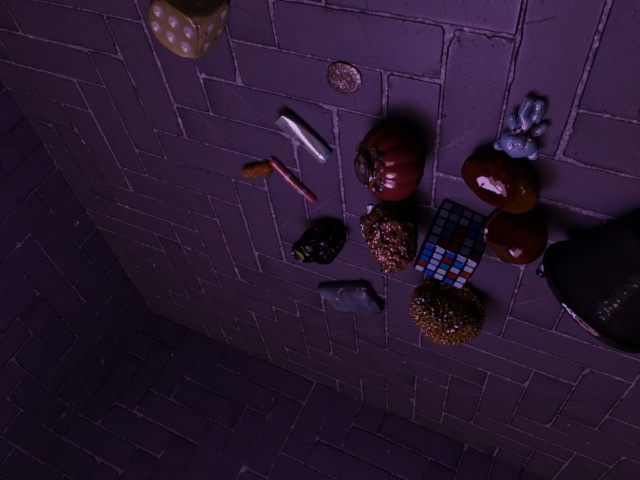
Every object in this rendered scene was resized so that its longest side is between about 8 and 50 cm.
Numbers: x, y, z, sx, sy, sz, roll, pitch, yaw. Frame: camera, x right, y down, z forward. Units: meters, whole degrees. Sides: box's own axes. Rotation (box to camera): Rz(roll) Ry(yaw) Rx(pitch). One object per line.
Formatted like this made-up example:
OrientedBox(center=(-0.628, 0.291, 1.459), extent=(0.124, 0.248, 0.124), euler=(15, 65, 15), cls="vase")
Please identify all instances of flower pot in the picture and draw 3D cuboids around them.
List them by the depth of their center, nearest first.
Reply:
OrientedBox(center=(0.830, 0.089, 1.513), extent=(0.379, 0.379, 0.251), euler=(32, 133, -3), cls="flower pot")

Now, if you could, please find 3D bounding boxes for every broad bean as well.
OrientedBox(center=(0.500, -0.158, 1.568), extent=(0.228, 0.122, 0.156), euler=(42, 134, 2), cls="broad bean")

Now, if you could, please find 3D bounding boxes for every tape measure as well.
OrientedBox(center=(0.000, 0.000, 2.170), extent=(0.199, 0.186, 0.112), euler=(5, 136, 42), cls="tape measure")

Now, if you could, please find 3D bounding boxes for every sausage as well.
OrientedBox(center=(-0.101, -0.218, 2.085), extent=(0.253, 0.034, 0.034), euler=(43, 147, -21), cls="sausage")

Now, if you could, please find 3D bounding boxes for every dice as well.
OrientedBox(center=(-0.370, -0.635, 1.584), extent=(0.169, 0.169, 0.166), euler=(32, 148, -3), cls="dice")

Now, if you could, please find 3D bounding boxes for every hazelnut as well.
OrientedBox(center=(0.582, -0.015, 1.661), extent=(0.178, 0.178, 0.204), euler=(41, -171, -18), cls="hazelnut")

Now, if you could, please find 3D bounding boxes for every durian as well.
OrientedBox(center=(0.466, 0.272, 2.114), extent=(0.292, 0.258, 0.258), euler=(28, 149, 12), cls="durian")

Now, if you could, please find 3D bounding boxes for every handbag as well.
OrientedBox(center=(0.135, 0.260, 2.539), extent=(0.332, 0.075, 0.192), euler=(-6, 130, 49), cls="handbag")

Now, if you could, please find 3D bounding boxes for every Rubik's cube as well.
OrientedBox(center=(0.429, 0.015, 1.828), extent=(0.182, 0.187, 0.184), euler=(25, 151, 8), cls="Rubik's cube")

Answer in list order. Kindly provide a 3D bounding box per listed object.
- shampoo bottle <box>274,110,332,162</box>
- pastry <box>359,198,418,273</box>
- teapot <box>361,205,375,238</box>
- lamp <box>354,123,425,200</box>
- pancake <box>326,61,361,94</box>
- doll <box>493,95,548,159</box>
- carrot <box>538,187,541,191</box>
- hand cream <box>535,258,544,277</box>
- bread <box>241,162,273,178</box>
OrientedBox(center=(-0.055, -0.340, 1.856), extent=(0.212, 0.049, 0.072), euler=(40, 143, -16), cls="shampoo bottle")
OrientedBox(center=(0.224, -0.020, 1.866), extent=(0.192, 0.275, 0.275), euler=(0, 141, 13), cls="pastry")
OrientedBox(center=(0.220, -0.023, 2.045), extent=(0.145, 0.092, 0.226), euler=(0, 140, 41), cls="teapot")
OrientedBox(center=(0.209, -0.229, 1.655), extent=(0.226, 0.227, 0.227), euler=(21, 148, 14), cls="lamp")
OrientedBox(center=(0.067, -0.462, 1.615), extent=(0.114, 0.011, 0.115), euler=(22, 148, 14), cls="pancake")
OrientedBox(center=(0.520, -0.278, 1.438), extent=(0.120, 0.075, 0.180), euler=(20, 148, 11), cls="doll")
OrientedBox(center=(0.563, -0.139, 1.643), extent=(0.165, 0.036, 0.036), euler=(-9, 132, 43), cls="carrot")
OrientedBox(center=(0.741, 0.064, 1.785), extent=(0.062, 0.039, 0.163), euler=(31, 143, 3), cls="hand cream")
OrientedBox(center=(-0.238, -0.263, 2.124), extent=(0.157, 0.044, 0.052), euler=(-3, 138, 43), cls="bread")
